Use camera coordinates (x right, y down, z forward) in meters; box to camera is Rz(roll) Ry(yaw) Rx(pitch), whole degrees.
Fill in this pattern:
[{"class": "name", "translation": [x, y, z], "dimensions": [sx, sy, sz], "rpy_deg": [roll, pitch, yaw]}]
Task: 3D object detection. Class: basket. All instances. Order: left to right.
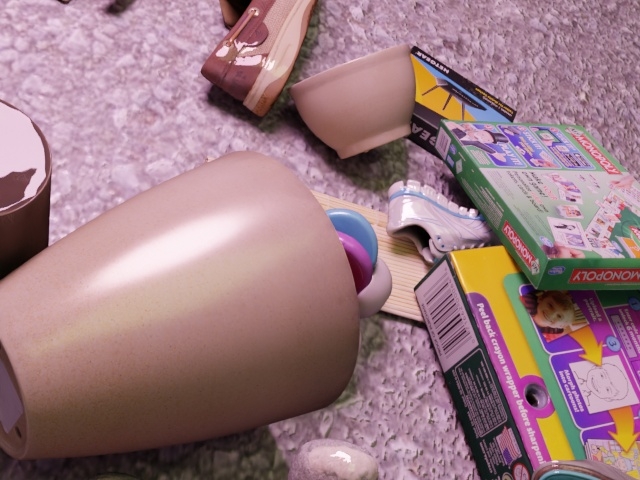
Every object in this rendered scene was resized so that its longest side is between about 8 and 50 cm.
[{"class": "basket", "translation": [-0.316, -0.007, 0.802], "dimensions": [0.204, 0.227, 0.154], "rpy_deg": [-24, 70, -37]}]

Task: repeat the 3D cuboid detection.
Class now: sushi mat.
[{"class": "sushi mat", "translation": [0.000, 0.000, 1.099], "dimensions": [0.316, 0.019, 0.151], "rpy_deg": [17, 52, -16]}]

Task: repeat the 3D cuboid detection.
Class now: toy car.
[{"class": "toy car", "translation": [-0.002, 0.040, 0.974], "dimensions": [0.159, 0.136, 0.182], "rpy_deg": [35, 59, -5]}]

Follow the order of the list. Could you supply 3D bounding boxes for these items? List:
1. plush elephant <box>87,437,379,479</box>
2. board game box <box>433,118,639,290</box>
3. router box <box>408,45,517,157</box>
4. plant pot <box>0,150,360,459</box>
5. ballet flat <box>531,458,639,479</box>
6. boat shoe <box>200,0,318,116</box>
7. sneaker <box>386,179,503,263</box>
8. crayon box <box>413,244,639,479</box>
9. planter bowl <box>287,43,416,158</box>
[{"class": "plush elephant", "translation": [-0.126, 0.288, 0.645], "dimensions": [0.255, 0.271, 0.330], "rpy_deg": [43, 46, -58]}, {"class": "board game box", "translation": [0.292, -0.052, 1.124], "dimensions": [0.213, 0.046, 0.317], "rpy_deg": [1, 34, -18]}, {"class": "router box", "translation": [0.176, -0.178, 1.301], "dimensions": [0.178, 0.046, 0.133], "rpy_deg": [32, 49, -3]}, {"class": "plant pot", "translation": [-0.151, 0.075, 0.800], "dimensions": [0.274, 0.256, 0.256], "rpy_deg": [-19, 67, -38]}, {"class": "ballet flat", "translation": [0.293, 0.255, 0.900], "dimensions": [0.213, 0.072, 0.068], "rpy_deg": [27, 29, -8]}, {"class": "boat shoe", "translation": [-0.074, -0.315, 1.229], "dimensions": [0.123, 0.123, 0.342], "rpy_deg": [24, 55, -11]}, {"class": "sneaker", "translation": [0.163, 0.000, 1.132], "dimensions": [0.190, 0.071, 0.083], "rpy_deg": [19, 58, -4]}, {"class": "crayon box", "translation": [0.313, 0.176, 1.053], "dimensions": [0.313, 0.106, 0.363], "rpy_deg": [-5, 63, -26]}, {"class": "planter bowl", "translation": [0.052, -0.167, 1.172], "dimensions": [0.162, 0.162, 0.109], "rpy_deg": [-23, 96, -37]}]
